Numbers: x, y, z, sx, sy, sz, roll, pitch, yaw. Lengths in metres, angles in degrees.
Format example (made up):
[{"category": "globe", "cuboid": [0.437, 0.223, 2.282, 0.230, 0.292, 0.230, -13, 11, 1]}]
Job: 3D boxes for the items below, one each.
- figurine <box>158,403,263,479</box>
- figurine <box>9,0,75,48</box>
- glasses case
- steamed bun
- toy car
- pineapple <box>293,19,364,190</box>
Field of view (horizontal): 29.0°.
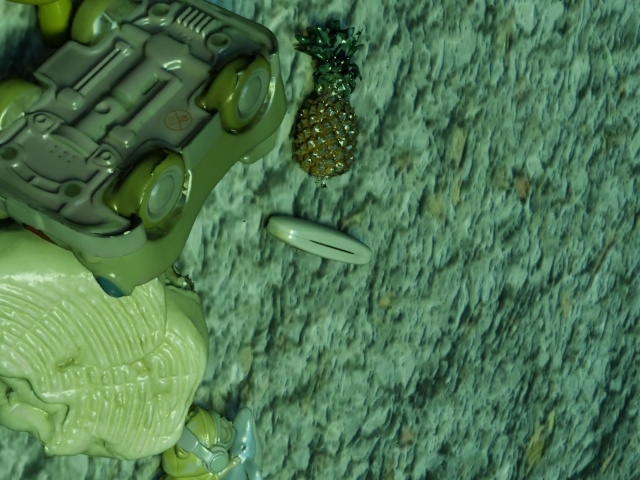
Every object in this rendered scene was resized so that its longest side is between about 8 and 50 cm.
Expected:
[{"category": "figurine", "cuboid": [-0.160, 0.308, 1.666, 0.208, 0.128, 0.184, -49, 124, -2]}, {"category": "figurine", "cuboid": [-0.305, -0.372, 1.287, 0.218, 0.169, 0.327, 16, 102, -29]}, {"category": "glasses case", "cuboid": [0.000, 0.000, 1.689, 0.164, 0.063, 0.041, 18, 98, -37]}, {"category": "steamed bun", "cuboid": [-0.279, 0.096, 1.461, 0.275, 0.206, 0.320, -18, 120, -9]}, {"category": "toy car", "cuboid": [-0.206, -0.101, 1.357, 0.336, 0.242, 0.226, -54, 159, -29]}, {"category": "pineapple", "cuboid": [0.007, -0.174, 1.615, 0.103, 0.083, 0.221, -6, 109, -32]}]
